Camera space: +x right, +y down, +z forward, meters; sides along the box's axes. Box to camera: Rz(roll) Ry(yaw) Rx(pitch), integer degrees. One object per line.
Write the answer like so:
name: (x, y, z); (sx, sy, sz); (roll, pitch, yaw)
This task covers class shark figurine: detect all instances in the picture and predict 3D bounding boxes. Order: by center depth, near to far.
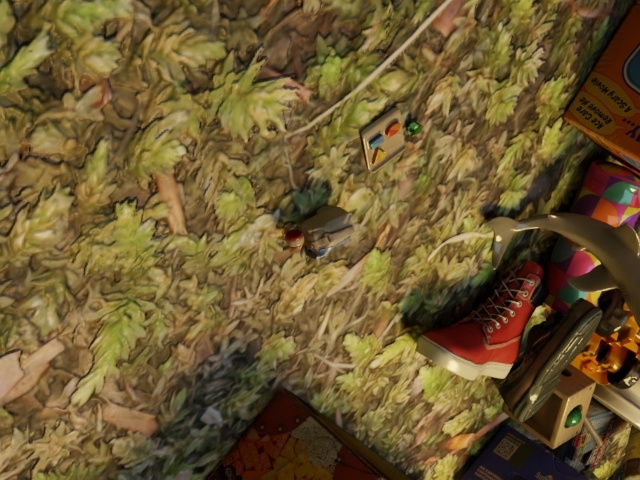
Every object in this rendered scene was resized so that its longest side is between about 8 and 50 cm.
shark figurine: (0.369, 0.000, 1.375); (0.166, 0.278, 0.116); (-59, 172, -19)

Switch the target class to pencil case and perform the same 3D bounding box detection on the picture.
pencil case: (0.400, 0.001, 1.497); (0.104, 0.104, 0.236); (-4, 121, -44)

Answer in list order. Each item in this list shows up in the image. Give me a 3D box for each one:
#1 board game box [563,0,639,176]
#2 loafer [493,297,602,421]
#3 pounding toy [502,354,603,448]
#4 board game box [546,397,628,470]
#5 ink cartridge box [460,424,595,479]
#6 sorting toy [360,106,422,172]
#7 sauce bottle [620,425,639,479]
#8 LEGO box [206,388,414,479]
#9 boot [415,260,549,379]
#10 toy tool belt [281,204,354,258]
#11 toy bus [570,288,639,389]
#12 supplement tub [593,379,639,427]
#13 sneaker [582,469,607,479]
board game box: (0.628, -0.189, 1.373); (0.356, 0.356, 0.356); (21, 103, -50)
loafer: (0.323, 0.168, 1.501); (0.096, 0.084, 0.267); (-27, 151, -34)
pounding toy: (0.386, 0.262, 1.641); (0.100, 0.141, 0.130); (-20, 131, -36)
board game box: (0.509, 0.359, 1.904); (0.194, 0.060, 0.194); (-17, 129, -36)
ink cartridge box: (0.396, 0.483, 1.713); (0.151, 0.270, 0.395); (-46, 141, -18)
sorting toy: (0.083, -0.119, 1.151); (0.083, 0.012, 0.062); (-37, 138, -19)
sauce bottle: (0.637, 0.312, 1.867); (0.344, 0.111, 0.111); (-62, 150, -33)
LEGO box: (0.002, 0.470, 1.365); (0.372, 0.193, 0.500); (-51, 141, -4)
boot: (0.232, 0.101, 1.414); (0.244, 0.088, 0.176); (9, 111, -57)
toy tool belt: (0.000, 0.000, 1.127); (0.083, 0.052, 0.051); (-29, 127, -27)
toy bus: (0.492, 0.107, 1.628); (0.220, 0.149, 0.211); (-41, -160, 56)
supplement tub: (0.592, 0.188, 1.754); (0.272, 0.191, 0.191); (-54, 142, 0)
sneaker: (0.468, 0.578, 1.938); (0.330, 0.146, 0.122); (-42, 115, -19)
